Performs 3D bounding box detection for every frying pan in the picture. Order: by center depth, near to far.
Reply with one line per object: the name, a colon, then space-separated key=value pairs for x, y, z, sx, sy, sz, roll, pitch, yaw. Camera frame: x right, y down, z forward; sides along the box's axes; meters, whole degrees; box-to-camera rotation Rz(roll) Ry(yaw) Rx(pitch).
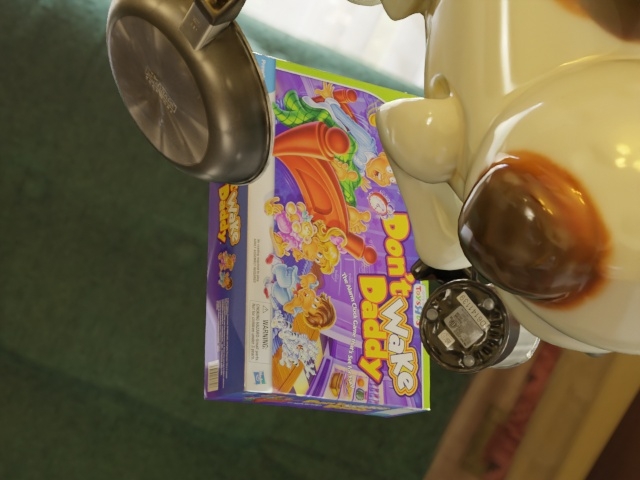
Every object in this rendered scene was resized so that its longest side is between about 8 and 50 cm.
frying pan: x=-0.076 y=-0.132 z=1.094 sx=0.053 sy=0.197 sz=0.326 roll=-31 pitch=12 yaw=-28

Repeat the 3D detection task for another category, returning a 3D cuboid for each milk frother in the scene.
milk frother: x=0.168 y=0.047 z=1.340 sx=0.129 sy=0.143 sz=0.135 roll=68 pitch=19 yaw=10

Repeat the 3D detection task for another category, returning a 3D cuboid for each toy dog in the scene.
toy dog: x=0.194 y=-0.111 z=0.990 sx=0.284 sy=0.395 sz=0.408 roll=6 pitch=58 yaw=-21

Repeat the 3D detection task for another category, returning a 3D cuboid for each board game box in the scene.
board game box: x=0.000 y=0.000 z=1.516 sx=0.233 sy=0.347 sz=0.078 roll=10 pitch=-17 yaw=-35
